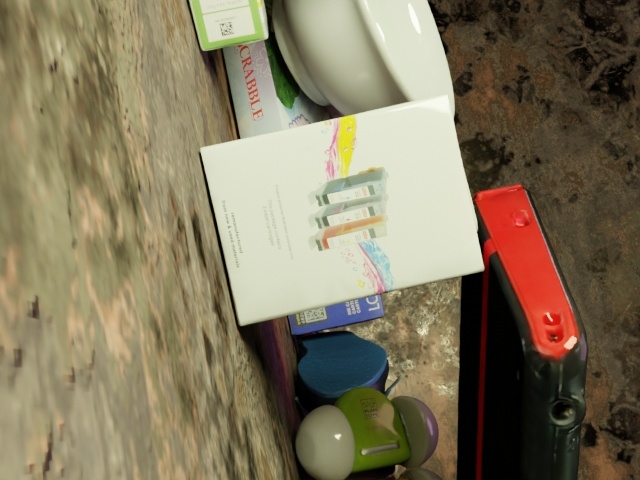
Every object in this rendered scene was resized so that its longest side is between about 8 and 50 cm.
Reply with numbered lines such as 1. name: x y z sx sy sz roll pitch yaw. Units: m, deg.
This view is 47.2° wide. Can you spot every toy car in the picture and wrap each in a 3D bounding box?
1. toy car: 0.041 0.249 0.765 0.136 0.159 0.182 -31 -115 52

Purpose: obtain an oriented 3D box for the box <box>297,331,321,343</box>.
1. box: 0.019 0.196 1.235 0.136 0.028 0.081 40 3 -5

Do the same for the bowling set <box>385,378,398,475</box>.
1. bowling set: 0.052 0.341 1.236 0.287 0.154 0.200 -161 -99 -88

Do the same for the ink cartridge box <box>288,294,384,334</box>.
1. ink cartridge box: 0.000 0.000 1.190 0.395 0.151 0.270 14 65 -89

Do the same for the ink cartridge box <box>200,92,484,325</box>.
1. ink cartridge box: 0.016 -0.024 0.551 0.128 0.176 0.128 -111 -171 -87

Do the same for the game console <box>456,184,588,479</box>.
1. game console: 0.149 0.174 0.565 0.342 0.060 0.387 -76 164 -71

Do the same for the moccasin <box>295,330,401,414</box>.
1. moccasin: 0.038 0.201 0.997 0.342 0.137 0.117 -86 169 -88

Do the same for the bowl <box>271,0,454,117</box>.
1. bowl: 0.037 -0.243 0.839 0.298 0.134 0.298 45 35 -44

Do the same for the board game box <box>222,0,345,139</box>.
1. board game box: 0.002 -0.191 0.963 0.318 0.065 0.318 7 66 -56

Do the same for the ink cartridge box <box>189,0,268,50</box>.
1. ink cartridge box: -0.096 -0.280 0.623 0.109 0.062 0.209 -102 180 -61
